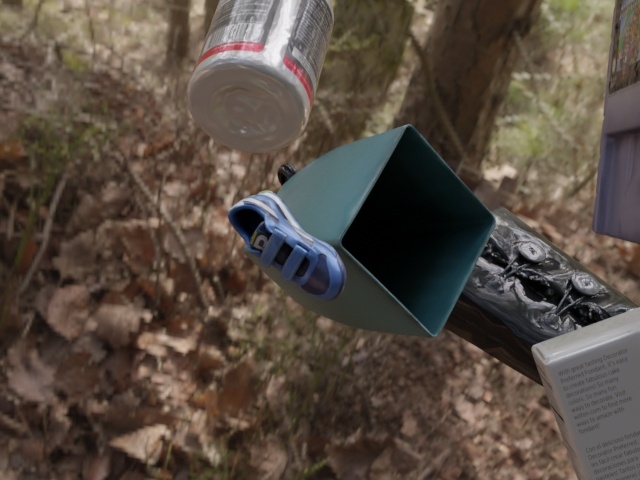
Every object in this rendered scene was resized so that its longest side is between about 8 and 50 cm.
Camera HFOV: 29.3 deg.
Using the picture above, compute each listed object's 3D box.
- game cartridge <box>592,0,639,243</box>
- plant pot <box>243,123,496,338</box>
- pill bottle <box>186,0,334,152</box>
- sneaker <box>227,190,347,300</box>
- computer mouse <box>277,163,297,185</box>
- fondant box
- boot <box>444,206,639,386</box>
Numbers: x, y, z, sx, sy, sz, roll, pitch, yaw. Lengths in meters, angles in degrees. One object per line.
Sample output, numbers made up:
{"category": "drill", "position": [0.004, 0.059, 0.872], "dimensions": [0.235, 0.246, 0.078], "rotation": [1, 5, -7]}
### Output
{"category": "game cartridge", "position": [0.274, -0.110, 0.986], "dimensions": [0.068, 0.355, 0.230], "rotation": [1, 92, 4]}
{"category": "plant pot", "position": [0.035, -0.001, 1.372], "dimensions": [0.165, 0.234, 0.165], "rotation": [44, 61, -27]}
{"category": "pill bottle", "position": [-0.076, -0.295, 1.802], "dimensions": [0.176, 0.176, 0.318], "rotation": [16, 49, -2]}
{"category": "sneaker", "position": [-0.035, 0.009, 1.188], "dimensions": [0.144, 0.053, 0.059], "rotation": [42, 26, 25]}
{"category": "computer mouse", "position": [0.000, 0.000, 1.590], "dimensions": [0.041, 0.242, 0.071], "rotation": [-29, 35, -15]}
{"category": "fondant box", "position": [0.366, 0.216, 1.129], "dimensions": [0.238, 0.096, 0.330], "rotation": [-20, 95, 3]}
{"category": "boot", "position": [0.396, 0.104, 1.598], "dimensions": [0.445, 0.146, 0.367], "rotation": [31, 34, 24]}
